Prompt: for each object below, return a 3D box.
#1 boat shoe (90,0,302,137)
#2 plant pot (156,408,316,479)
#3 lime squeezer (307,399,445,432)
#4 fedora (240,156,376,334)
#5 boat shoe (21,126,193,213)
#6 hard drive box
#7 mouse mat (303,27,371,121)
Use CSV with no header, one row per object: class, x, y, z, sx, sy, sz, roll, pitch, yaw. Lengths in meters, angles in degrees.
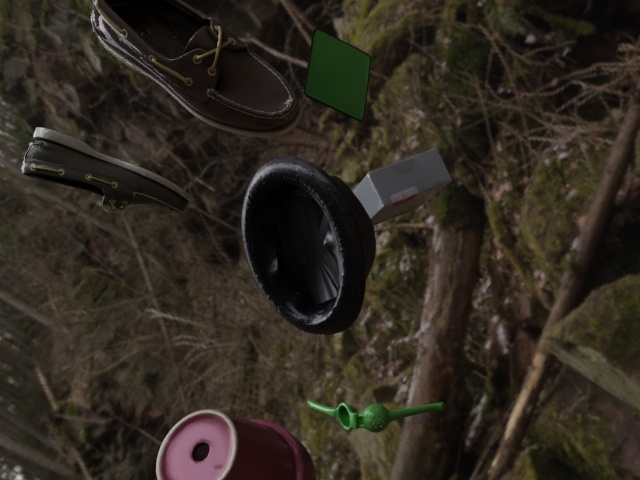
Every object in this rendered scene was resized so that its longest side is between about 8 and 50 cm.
boat shoe,-0.169,-0.250,0.897,0.116,0.324,0.096,-56,-6,-19
plant pot,-0.132,0.337,0.959,0.201,0.201,0.180,-57,-41,-20
lime squeezer,0.088,0.348,1.370,0.110,0.311,0.058,-46,-55,-57
fedora,0.000,0.000,1.235,0.153,0.334,0.334,-22,-28,-45
boat shoe,-0.390,-0.107,1.234,0.091,0.305,0.109,-70,15,-10
hard drive box,0.177,-0.116,1.591,0.181,0.089,0.232,-21,-9,-15
mouse mat,0.039,-0.357,1.436,0.007,0.153,0.189,-34,41,53
